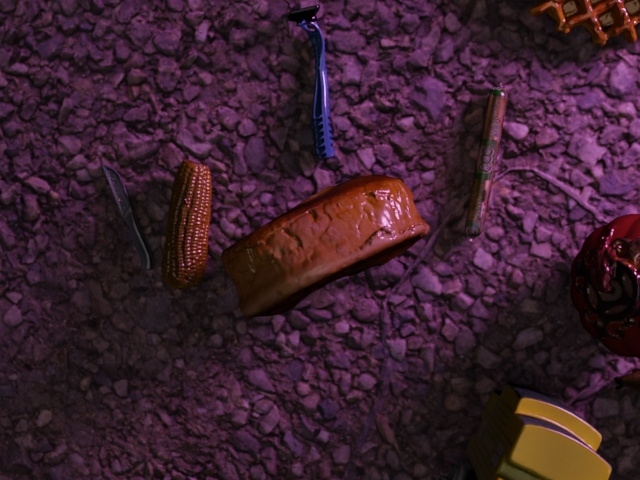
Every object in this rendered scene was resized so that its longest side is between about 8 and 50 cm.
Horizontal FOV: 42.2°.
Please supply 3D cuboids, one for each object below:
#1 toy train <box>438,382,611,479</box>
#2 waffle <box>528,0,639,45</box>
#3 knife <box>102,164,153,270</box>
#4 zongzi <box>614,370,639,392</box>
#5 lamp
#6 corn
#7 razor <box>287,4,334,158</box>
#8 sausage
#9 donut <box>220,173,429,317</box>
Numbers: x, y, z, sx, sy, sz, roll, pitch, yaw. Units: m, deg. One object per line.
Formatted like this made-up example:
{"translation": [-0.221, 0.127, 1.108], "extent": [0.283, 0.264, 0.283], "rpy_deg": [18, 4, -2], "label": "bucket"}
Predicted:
{"translation": [0.299, 0.362, 1.255], "extent": [0.179, 0.442, 0.272], "rpy_deg": [26, 90, 6], "label": "toy train"}
{"translation": [0.439, -0.434, 1.274], "extent": [0.293, 0.069, 0.259], "rpy_deg": [13, 104, 6], "label": "waffle"}
{"translation": [-0.349, -0.043, 1.513], "extent": [0.028, 0.015, 0.210], "rpy_deg": [-18, 95, 19], "label": "knife"}
{"translation": [0.610, 0.274, 1.292], "extent": [0.256, 0.228, 0.115], "rpy_deg": [-16, 138, 16], "label": "zongzi"}
{"translation": [0.488, 0.071, 1.269], "extent": [0.227, 0.227, 0.226], "rpy_deg": [2, 100, 11], "label": "lamp"}
{"translation": [-0.231, -0.026, 1.463], "extent": [0.080, 0.080, 0.231], "rpy_deg": [11, 99, 9], "label": "corn"}
{"translation": [-0.004, -0.263, 1.397], "extent": [0.082, 0.042, 0.253], "rpy_deg": [5, 105, 53], "label": "razor"}
{"translation": [0.273, -0.127, 1.371], "extent": [0.033, 0.033, 0.269], "rpy_deg": [10, 101, 9], "label": "sausage"}
{"translation": [0.000, 0.000, 1.317], "extent": [0.330, 0.330, 0.160], "rpy_deg": [-27, 82, 14], "label": "donut"}
